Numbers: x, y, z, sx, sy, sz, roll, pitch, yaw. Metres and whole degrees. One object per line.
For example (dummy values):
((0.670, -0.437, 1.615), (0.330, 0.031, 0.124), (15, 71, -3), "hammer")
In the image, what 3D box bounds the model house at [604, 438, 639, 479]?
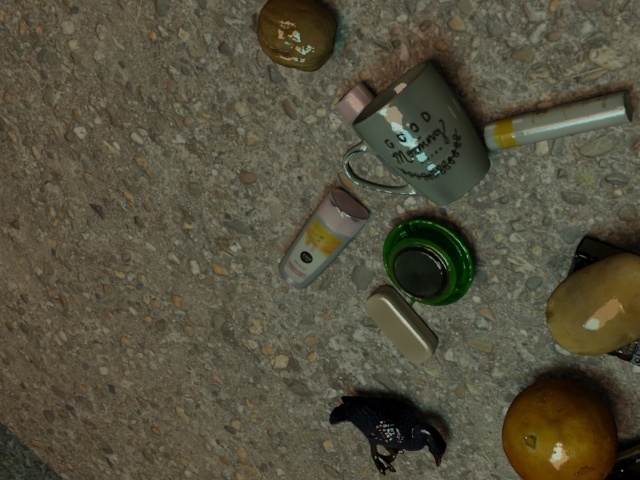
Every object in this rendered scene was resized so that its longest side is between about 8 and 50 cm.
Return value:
((0.660, 0.547, 1.678), (0.316, 0.282, 0.297), (9, 121, 26), "model house")

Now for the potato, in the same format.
((0.518, 0.122, 1.511), (0.150, 0.146, 0.234), (30, 134, -27), "potato")

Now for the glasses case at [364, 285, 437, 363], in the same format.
((0.184, 0.193, 1.912), (0.196, 0.050, 0.083), (50, 132, -3), "glasses case")

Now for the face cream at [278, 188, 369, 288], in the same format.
((0.000, 0.000, 1.899), (0.107, 0.073, 0.269), (37, 129, -3), "face cream")

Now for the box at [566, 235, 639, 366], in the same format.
((0.617, 0.137, 1.595), (0.310, 0.084, 0.198), (21, 126, 19), "box")

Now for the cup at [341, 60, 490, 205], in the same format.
((0.174, -0.172, 1.604), (0.258, 0.186, 0.234), (-36, 102, 16), "cup")

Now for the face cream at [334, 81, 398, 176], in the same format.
((0.117, -0.224, 1.707), (0.084, 0.057, 0.198), (-37, 93, 39), "face cream")

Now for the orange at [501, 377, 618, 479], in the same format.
((0.496, 0.406, 1.735), (0.239, 0.240, 0.240), (15, 123, 24), "orange")

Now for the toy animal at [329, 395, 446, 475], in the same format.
((0.162, 0.462, 2.040), (0.298, 0.122, 0.186), (30, 139, 22), "toy animal")

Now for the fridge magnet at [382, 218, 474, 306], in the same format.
((0.225, 0.051, 1.779), (0.207, 0.088, 0.208), (15, 123, 24), "fridge magnet")

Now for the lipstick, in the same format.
((0.429, -0.215, 1.521), (0.263, 0.059, 0.059), (-8, 112, 35), "lipstick")

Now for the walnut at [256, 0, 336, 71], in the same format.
((-0.046, -0.410, 1.647), (0.166, 0.149, 0.166), (27, 161, 10), "walnut")
